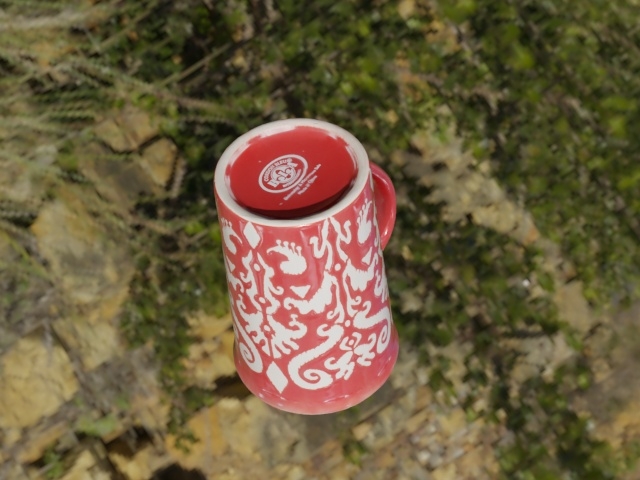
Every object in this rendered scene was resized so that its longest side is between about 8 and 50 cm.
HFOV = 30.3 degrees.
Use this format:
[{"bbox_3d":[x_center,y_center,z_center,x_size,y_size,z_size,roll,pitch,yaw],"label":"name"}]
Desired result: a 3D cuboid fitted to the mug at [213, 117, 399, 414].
[{"bbox_3d":[-0.010,0.002,0.753,0.113,0.150,0.169,-1,138,6],"label":"mug"}]
